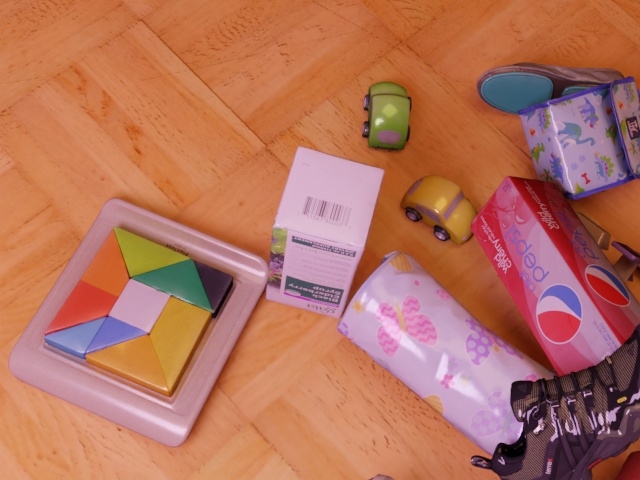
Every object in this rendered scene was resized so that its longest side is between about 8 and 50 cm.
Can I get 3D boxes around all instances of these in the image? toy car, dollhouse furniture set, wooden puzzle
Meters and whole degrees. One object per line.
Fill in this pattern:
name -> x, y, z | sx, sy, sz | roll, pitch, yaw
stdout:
toy car -> 0.082, -0.109, 1.216 | 0.238, 0.053, 0.225 | 4, 66, -5
dollhouse furniture set -> 0.342, 0.027, 1.211 | 0.114, 0.091, 0.081 | 44, 110, 36
wooden puzzle -> -0.201, 0.083, 1.096 | 0.220, 0.044, 0.239 | 22, 66, 8

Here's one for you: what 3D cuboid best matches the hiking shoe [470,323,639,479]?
hiking shoe -> 0.246, 0.163, 0.952 | 0.114, 0.086, 0.227 | 33, 102, -3

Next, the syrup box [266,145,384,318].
syrup box -> 0.000, 0.000, 1.058 | 0.093, 0.237, 0.096 | 15, 67, 1

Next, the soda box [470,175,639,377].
soda box -> 0.274, 0.049, 1.097 | 0.083, 0.092, 0.263 | 4, 44, -35

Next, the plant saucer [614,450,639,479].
plant saucer -> 0.390, 0.331, 0.946 | 0.258, 0.048, 0.259 | 36, 34, 17

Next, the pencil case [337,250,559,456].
pencil case -> 0.152, 0.131, 1.084 | 0.273, 0.113, 0.124 | 38, 85, 11

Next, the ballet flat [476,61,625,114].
ballet flat -> 0.306, -0.201, 1.285 | 0.213, 0.072, 0.068 | 6, 38, -5

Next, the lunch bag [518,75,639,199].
lunch bag -> 0.344, -0.127, 1.217 | 0.151, 0.096, 0.129 | -17, 94, -18

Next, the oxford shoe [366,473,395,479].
oxford shoe -> -0.078, 0.391, 0.931 | 0.130, 0.169, 0.449 | 30, 66, 29
